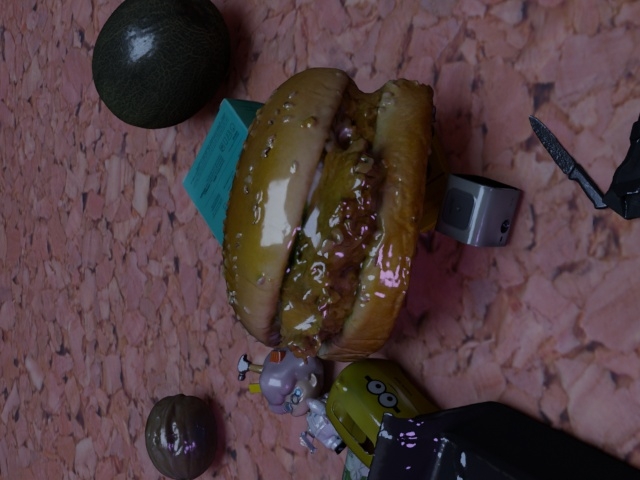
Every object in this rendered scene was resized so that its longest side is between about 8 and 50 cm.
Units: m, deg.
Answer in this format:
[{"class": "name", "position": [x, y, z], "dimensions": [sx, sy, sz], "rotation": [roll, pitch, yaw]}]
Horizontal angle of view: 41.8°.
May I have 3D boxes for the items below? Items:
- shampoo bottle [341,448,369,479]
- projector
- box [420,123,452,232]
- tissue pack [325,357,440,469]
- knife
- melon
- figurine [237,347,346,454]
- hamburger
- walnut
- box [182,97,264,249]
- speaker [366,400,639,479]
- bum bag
[{"class": "shampoo bottle", "position": [0.054, 0.409, 1.322], "dimensions": [0.065, 0.065, 0.204], "rotation": [22, 107, 45]}, {"class": "projector", "position": [0.212, -0.042, 1.135], "dimensions": [0.083, 0.083, 0.082], "rotation": [26, 109, 44]}, {"class": "box", "position": [0.153, -0.098, 1.244], "dimensions": [0.087, 0.023, 0.155], "rotation": [-36, 65, 44]}, {"class": "tissue pack", "position": [0.089, 0.262, 1.239], "dimensions": [0.178, 0.127, 0.123], "rotation": [46, 124, 37]}, {"class": "knife", "position": [0.315, -0.102, 1.080], "dimensions": [0.023, 0.010, 0.170], "rotation": [-47, 56, 29]}, {"class": "melon", "position": [-0.300, -0.334, 1.568], "dimensions": [0.302, 0.237, 0.237], "rotation": [-36, 65, 46]}, {"class": "figurine", "position": [-0.030, 0.250, 1.384], "dimensions": [0.229, 0.112, 0.137], "rotation": [43, 129, 22]}, {"class": "hamburger", "position": [0.000, 0.000, 1.135], "dimensions": [0.287, 0.268, 0.445], "rotation": [-84, 8, -63]}, {"class": "walnut", "position": [-0.268, 0.378, 1.618], "dimensions": [0.140, 0.140, 0.162], "rotation": [-25, 57, 44]}, {"class": "box", "position": [-0.096, -0.071, 1.439], "dimensions": [0.311, 0.118, 0.205], "rotation": [54, 129, 33]}, {"class": "speaker", "position": [0.259, 0.338, 1.017], "dimensions": [0.388, 0.184, 0.180], "rotation": [21, 106, 44]}, {"class": "bum bag", "position": [0.390, -0.114, 0.971], "dimensions": [0.087, 0.049, 0.197], "rotation": [36, 116, 46]}]
